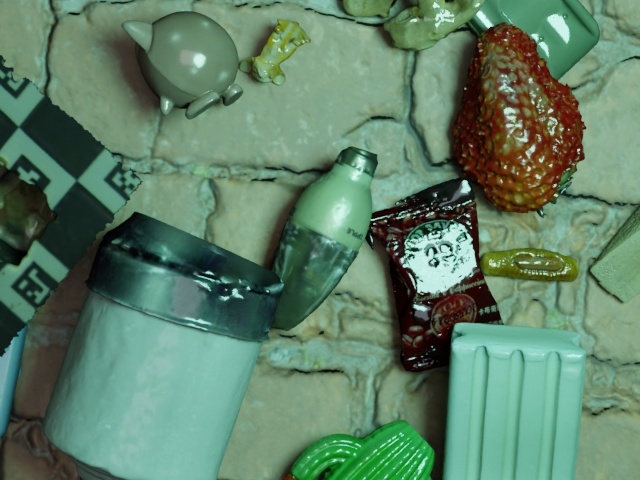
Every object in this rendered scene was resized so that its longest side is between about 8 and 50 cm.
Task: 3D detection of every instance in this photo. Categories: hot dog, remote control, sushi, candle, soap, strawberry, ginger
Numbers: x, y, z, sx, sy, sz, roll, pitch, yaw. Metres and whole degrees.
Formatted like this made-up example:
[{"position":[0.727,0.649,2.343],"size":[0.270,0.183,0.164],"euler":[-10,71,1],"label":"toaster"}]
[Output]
[{"position":[0.278,0.031,1.211],"size":[0.137,0.028,0.044],"euler":[6,83,-8],"label":"hot dog"},{"position":[0.217,-0.350,1.176],"size":[0.128,0.065,0.335],"euler":[-44,97,-8],"label":"remote control"},{"position":[-0.414,-0.094,1.064],"size":[0.373,0.100,0.296],"euler":[40,105,-3],"label":"sushi"},{"position":[-0.190,0.155,1.044],"size":[0.221,0.221,0.342],"euler":[20,89,-9],"label":"candle"},{"position":[0.233,0.244,1.137],"size":[0.160,0.087,0.265],"euler":[3,103,8],"label":"soap"},{"position":[0.247,-0.135,1.142],"size":[0.175,0.106,0.236],"euler":[-39,106,11],"label":"strawberry"},{"position":[0.076,-0.332,1.142],"size":[0.259,0.065,0.149],"euler":[28,113,2],"label":"ginger"}]

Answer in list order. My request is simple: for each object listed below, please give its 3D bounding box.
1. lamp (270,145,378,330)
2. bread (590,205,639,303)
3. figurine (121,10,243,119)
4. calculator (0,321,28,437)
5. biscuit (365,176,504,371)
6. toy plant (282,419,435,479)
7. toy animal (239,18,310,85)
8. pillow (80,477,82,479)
[{"position":[0.000,0.000,1.129],"size":[0.101,0.101,0.250],"euler":[24,93,-8],"label":"lamp"},{"position":[0.440,-0.002,1.238],"size":[0.077,0.105,0.152],"euler":[43,116,-7],"label":"bread"},{"position":[-0.161,-0.214,1.096],"size":[0.125,0.125,0.138],"euler":[-40,86,-6],"label":"figurine"},{"position":[-0.422,0.147,1.098],"size":[0.121,0.039,0.210],"euler":[10,90,-7],"label":"calculator"},{"position":[0.147,0.050,1.173],"size":[0.151,0.063,0.235],"euler":[-16,93,-9],"label":"biscuit"},{"position":[0.034,0.316,1.147],"size":[0.240,0.088,0.154],"euler":[-19,95,-6],"label":"toy plant"},{"position":[-0.057,-0.234,1.150],"size":[0.060,0.081,0.083],"euler":[30,122,-16],"label":"toy animal"},{"position":[-0.180,0.381,1.107],"size":[0.250,0.106,0.185],"euler":[9,81,-13],"label":"pillow"}]
